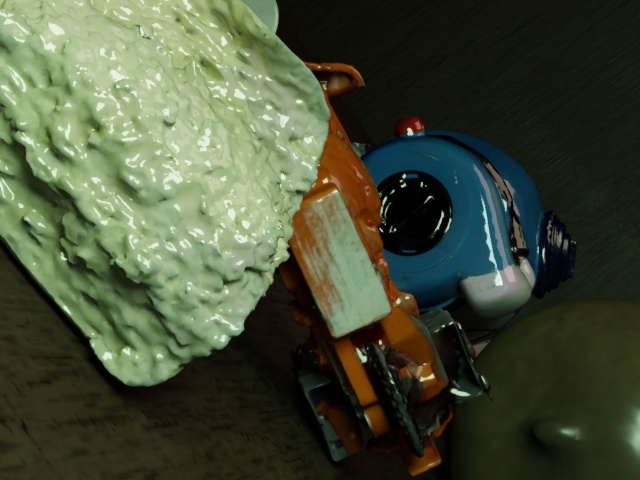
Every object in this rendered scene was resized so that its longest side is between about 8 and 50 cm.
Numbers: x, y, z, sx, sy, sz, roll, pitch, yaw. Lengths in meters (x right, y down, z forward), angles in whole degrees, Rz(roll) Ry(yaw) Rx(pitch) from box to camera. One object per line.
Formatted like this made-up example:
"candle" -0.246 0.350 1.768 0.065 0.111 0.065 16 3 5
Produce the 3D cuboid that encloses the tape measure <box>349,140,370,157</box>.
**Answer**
"tape measure" -0.024 -0.086 1.541 0.179 0.104 0.107 19 10 39

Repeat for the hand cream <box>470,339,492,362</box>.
"hand cream" 0.212 0.188 1.652 0.121 0.076 0.336 49 15 8

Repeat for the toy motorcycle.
"toy motorcycle" 0.000 0.000 0.875 0.221 0.147 0.326 -115 -179 -75

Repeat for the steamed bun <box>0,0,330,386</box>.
"steamed bun" -0.102 -0.072 0.652 0.225 0.170 0.200 49 15 -17

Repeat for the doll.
"doll" 0.111 -0.001 1.255 0.310 0.284 0.240 37 60 -74

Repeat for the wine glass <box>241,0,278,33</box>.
"wine glass" -0.137 -0.271 1.314 0.165 0.165 0.196 58 2 27

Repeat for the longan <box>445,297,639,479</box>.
"longan" 0.254 0.192 1.095 0.297 0.297 0.297 52 9 -12
